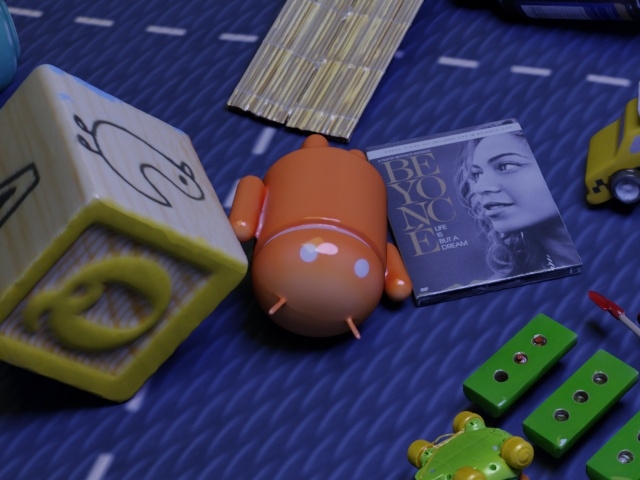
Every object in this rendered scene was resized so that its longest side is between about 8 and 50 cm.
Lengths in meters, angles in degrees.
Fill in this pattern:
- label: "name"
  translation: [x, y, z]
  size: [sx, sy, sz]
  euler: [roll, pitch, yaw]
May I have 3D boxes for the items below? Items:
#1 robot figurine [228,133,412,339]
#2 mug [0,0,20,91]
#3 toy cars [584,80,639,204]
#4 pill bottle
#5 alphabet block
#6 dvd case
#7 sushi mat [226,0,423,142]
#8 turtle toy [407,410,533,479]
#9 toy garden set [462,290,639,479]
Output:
- label: "robot figurine"
  translation: [0.002, 0.000, 1.521]
  size: [0.128, 0.158, 0.219]
  euler: [-17, 41, 20]
- label: "mug"
  translation: [-0.391, -0.225, 1.786]
  size: [0.097, 0.129, 0.158]
  euler: [-19, 46, -17]
- label: "toy cars"
  translation: [0.385, -0.092, 1.489]
  size: [0.176, 0.087, 0.393]
  euler: [-44, 29, -17]
- label: "pill bottle"
  translation: [0.263, -0.305, 1.791]
  size: [0.219, 0.123, 0.123]
  euler: [7, 45, 30]
- label: "alphabet block"
  translation: [-0.213, -0.004, 1.459]
  size: [0.193, 0.192, 0.197]
  euler: [-48, 44, 20]
- label: "dvd case"
  translation: [0.147, -0.033, 1.617]
  size: [0.164, 0.018, 0.221]
  euler: [-11, 45, -5]
- label: "sushi mat"
  translation: [0.031, -0.250, 1.781]
  size: [0.151, 0.019, 0.316]
  euler: [20, 68, 22]
- label: "turtle toy"
  translation: [0.117, 0.201, 1.349]
  size: [0.130, 0.066, 0.095]
  euler: [-30, 25, -20]
- label: "toy garden set"
  translation: [0.283, 0.139, 1.412]
  size: [0.244, 0.049, 0.204]
  euler: [33, 58, 33]
